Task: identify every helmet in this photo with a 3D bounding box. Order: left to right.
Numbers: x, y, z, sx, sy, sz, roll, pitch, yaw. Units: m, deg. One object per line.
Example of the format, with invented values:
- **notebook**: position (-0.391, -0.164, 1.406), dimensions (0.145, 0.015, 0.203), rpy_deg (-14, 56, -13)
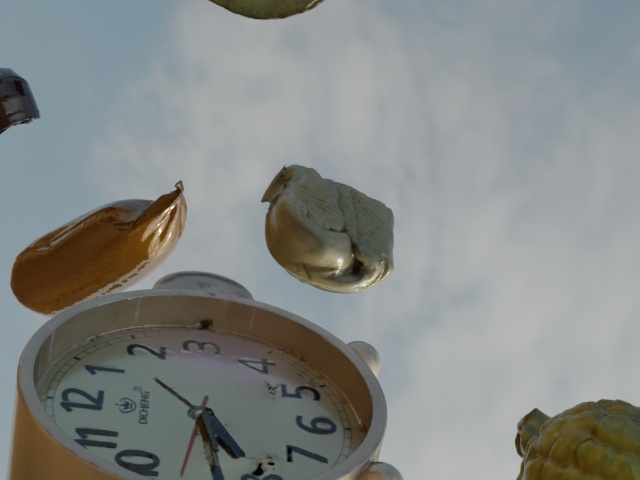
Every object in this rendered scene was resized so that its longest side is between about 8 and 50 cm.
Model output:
- **helmet**: position (-0.376, -0.161, 1.586), dimensions (0.123, 0.098, 0.070), rpy_deg (21, -50, 53)

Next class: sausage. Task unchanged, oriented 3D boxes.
- **sausage**: position (-0.248, 0.009, 1.645), dimensions (0.328, 0.112, 0.112), rpy_deg (-26, -101, 42)

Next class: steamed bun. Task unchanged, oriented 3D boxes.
- **steamed bun**: position (-0.002, -0.001, 2.048), dimensions (0.144, 0.211, 0.218), rpy_deg (-51, -155, 27)

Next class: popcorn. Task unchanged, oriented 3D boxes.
- **popcorn**: position (0.290, 0.263, 1.377), dimensions (0.206, 0.237, 0.251), rpy_deg (-54, -143, 13)

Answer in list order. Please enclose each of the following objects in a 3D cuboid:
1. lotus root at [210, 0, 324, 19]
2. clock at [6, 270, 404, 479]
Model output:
- **lotus root**: position (-0.080, -0.277, 1.208), dimensions (0.138, 0.234, 0.119), rpy_deg (-57, -174, 7)
- **clock**: position (-0.049, 0.083, 0.577), dimensions (0.229, 0.155, 0.063), rpy_deg (-100, -160, -60)
